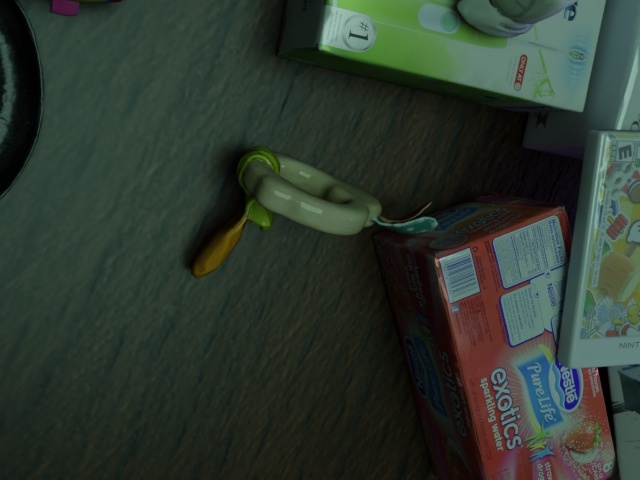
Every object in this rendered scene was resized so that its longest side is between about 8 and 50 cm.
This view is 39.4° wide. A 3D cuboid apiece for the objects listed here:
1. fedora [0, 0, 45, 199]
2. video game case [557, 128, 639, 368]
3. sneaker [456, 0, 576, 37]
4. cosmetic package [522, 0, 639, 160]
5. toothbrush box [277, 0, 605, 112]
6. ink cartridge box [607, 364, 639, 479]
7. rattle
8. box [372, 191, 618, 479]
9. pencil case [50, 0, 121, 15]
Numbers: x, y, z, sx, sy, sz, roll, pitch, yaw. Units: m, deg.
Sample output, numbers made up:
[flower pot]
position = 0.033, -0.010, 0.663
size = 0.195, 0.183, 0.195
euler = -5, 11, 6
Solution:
[fedora]
position = -0.377, -0.116, 0.668
size = 0.334, 0.152, 0.334
euler = -4, 100, -20
[video game case]
position = 0.334, 0.009, 0.860
size = 0.206, 0.026, 0.226
euler = -1, 103, -20
[sneaker]
position = 0.182, -0.321, 0.738
size = 0.110, 0.118, 0.292
euler = -2, 95, -19
[cosmetic package]
position = 0.470, -0.166, 0.973
size = 0.453, 0.161, 0.230
euler = 9, 95, -21
[toothbrush box]
position = 0.123, -0.248, 0.851
size = 0.283, 0.122, 0.206
euler = 9, 95, -23
[ink cartridge box]
position = 0.369, 0.182, 0.964
size = 0.140, 0.082, 0.190
euler = 35, 47, -51
[rattle]
position = 0.000, 0.000, 0.857
size = 0.200, 0.130, 0.142
euler = 17, 94, -34
[box]
position = 0.181, 0.116, 0.920
size = 0.154, 0.142, 0.299
euler = -21, 106, -16
[pencil case]
position = -0.202, -0.309, 0.731
size = 0.104, 0.104, 0.236
euler = 0, 99, -21
